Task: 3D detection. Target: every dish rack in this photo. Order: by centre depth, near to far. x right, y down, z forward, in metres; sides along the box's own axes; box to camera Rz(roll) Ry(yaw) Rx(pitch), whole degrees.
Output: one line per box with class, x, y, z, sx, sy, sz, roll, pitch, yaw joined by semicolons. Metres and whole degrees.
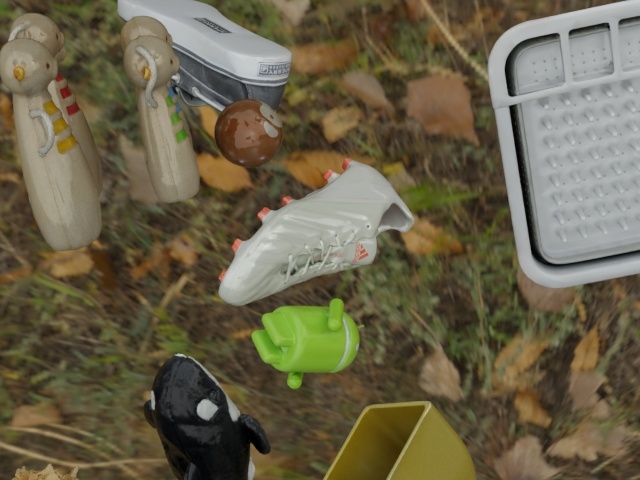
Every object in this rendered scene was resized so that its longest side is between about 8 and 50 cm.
dish rack;0.343;-0.121;1.715;0.286;0.072;0.332;-12;115;1

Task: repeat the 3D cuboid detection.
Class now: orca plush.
orca plush;-0.143;0.252;1.614;0.151;0.287;0.102;23;51;12

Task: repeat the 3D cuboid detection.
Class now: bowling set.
bowling set;-0.141;-0.116;1.158;0.200;0.287;0.154;-15;109;-9

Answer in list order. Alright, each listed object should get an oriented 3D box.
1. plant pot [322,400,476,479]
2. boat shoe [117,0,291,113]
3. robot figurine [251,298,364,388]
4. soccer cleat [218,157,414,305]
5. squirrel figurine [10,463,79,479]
plant pot;0.066;0.175;1.094;0.083;0.081;0.081;43;62;-21
boat shoe;-0.139;-0.202;1.687;0.301;0.108;0.102;32;119;43
robot figurine;-0.010;0.099;1.511;0.101;0.115;0.067;-59;45;29
soccer cleat;0.000;0.000;1.137;0.076;0.068;0.196;40;44;13
squirrel figurine;-0.269;0.404;1.488;0.371;0.397;0.281;10;108;-19
